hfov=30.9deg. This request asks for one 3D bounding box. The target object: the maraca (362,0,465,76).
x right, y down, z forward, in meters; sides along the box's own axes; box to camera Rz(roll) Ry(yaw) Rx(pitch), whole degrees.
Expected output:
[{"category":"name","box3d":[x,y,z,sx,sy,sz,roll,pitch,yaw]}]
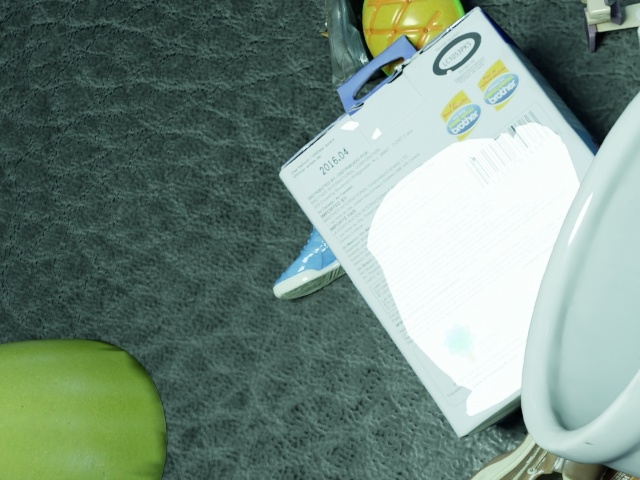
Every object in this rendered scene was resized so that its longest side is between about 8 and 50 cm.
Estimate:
[{"category":"maraca","box3d":[0.116,-0.222,1.304,0.127,0.099,0.185,-35,83,39]}]

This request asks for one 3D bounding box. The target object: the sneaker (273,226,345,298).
[{"category":"sneaker","box3d":[0.000,0.000,1.330,0.152,0.058,0.084,-32,71,13]}]

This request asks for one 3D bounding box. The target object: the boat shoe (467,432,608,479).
[{"category":"boat shoe","box3d":[0.238,0.210,1.088,0.257,0.095,0.095,-51,28,16]}]

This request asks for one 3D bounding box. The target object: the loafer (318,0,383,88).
[{"category":"loafer","box3d":[0.022,-0.262,1.383,0.061,0.062,0.170,-24,67,26]}]

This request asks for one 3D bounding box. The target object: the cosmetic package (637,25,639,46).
[{"category":"cosmetic package","box3d":[0.505,-0.174,1.031,0.385,0.156,0.217,27,76,32]}]

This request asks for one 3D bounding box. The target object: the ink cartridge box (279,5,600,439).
[{"category":"ink cartridge box","box3d":[0.150,-0.042,1.176,0.270,0.151,0.395,-38,75,14]}]

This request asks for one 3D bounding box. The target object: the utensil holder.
[{"category":"utensil holder","box3d":[0.397,0.070,0.876,0.385,0.327,0.327,21,88,-5]}]

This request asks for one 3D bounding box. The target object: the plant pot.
[{"category":"plant pot","box3d":[-0.375,0.231,1.338,0.275,0.293,0.275,-7,75,27]}]

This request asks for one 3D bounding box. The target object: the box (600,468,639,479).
[{"category":"box","box3d":[0.313,0.307,1.057,0.293,0.057,0.201,-49,44,6]}]

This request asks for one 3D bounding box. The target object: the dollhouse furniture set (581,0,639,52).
[{"category":"dollhouse furniture set","box3d":[0.316,-0.275,1.226,0.081,0.091,0.114,-9,70,10]}]
